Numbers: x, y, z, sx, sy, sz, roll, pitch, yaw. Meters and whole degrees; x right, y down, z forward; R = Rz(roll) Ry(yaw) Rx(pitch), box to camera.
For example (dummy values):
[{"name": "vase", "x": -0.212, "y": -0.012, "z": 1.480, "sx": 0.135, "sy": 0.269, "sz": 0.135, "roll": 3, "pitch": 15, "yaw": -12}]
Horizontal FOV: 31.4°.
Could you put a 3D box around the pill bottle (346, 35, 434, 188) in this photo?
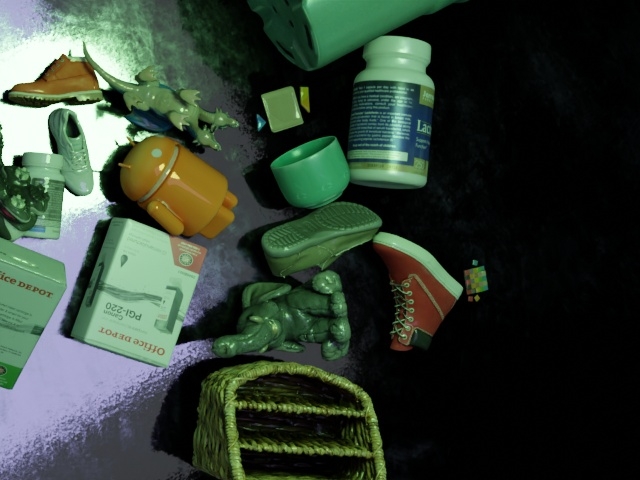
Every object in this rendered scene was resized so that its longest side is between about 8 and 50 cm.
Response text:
[{"name": "pill bottle", "x": 0.131, "y": -0.233, "z": 2.102, "sx": 0.153, "sy": 0.153, "sz": 0.265, "roll": 6, "pitch": 88, "yaw": -27}]

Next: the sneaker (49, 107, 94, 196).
[{"name": "sneaker", "x": -0.408, "y": -0.146, "z": 1.878, "sx": 0.053, "sy": 0.061, "sz": 0.152, "roll": -21, "pitch": 101, "yaw": -27}]

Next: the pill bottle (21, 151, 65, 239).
[{"name": "pill bottle", "x": -0.455, "y": -0.072, "z": 1.843, "sx": 0.078, "sy": 0.078, "sz": 0.137, "roll": 6, "pitch": 88, "yaw": -27}]

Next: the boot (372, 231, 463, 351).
[{"name": "boot", "x": 0.154, "y": 0.107, "z": 2.139, "sx": 0.244, "sy": 0.088, "sz": 0.176, "roll": 41, "pitch": 75, "yaw": -37}]

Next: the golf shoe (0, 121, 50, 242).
[{"name": "golf shoe", "x": -0.540, "y": -0.117, "z": 1.779, "sx": 0.105, "sy": 0.120, "sz": 0.273, "roll": -20, "pitch": 72, "yaw": -50}]

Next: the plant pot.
[{"name": "plant pot", "x": 0.053, "y": -0.484, "z": 1.982, "sx": 0.334, "sy": 0.341, "sz": 0.341, "roll": -35, "pitch": 106, "yaw": -14}]

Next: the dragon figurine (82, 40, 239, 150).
[{"name": "dragon figurine", "x": -0.279, "y": -0.233, "z": 1.928, "sx": 0.289, "sy": 0.144, "sz": 0.085, "roll": 21, "pitch": 82, "yaw": -6}]

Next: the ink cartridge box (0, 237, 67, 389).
[{"name": "ink cartridge box", "x": -0.505, "y": 0.108, "z": 1.768, "sx": 0.153, "sy": 0.087, "sz": 0.208, "roll": 25, "pitch": 108, "yaw": -25}]

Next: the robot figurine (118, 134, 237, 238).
[{"name": "robot figurine", "x": -0.245, "y": -0.091, "z": 1.923, "sx": 0.219, "sy": 0.128, "sz": 0.158, "roll": 35, "pitch": 75, "yaw": -23}]

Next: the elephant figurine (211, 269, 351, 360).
[{"name": "elephant figurine", "x": -0.075, "y": 0.138, "z": 2.004, "sx": 0.239, "sy": 0.186, "sz": 0.169, "roll": -10, "pitch": 62, "yaw": -4}]

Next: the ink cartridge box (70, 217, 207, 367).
[{"name": "ink cartridge box", "x": -0.305, "y": 0.089, "z": 1.915, "sx": 0.158, "sy": 0.092, "sz": 0.218, "roll": 22, "pitch": 82, "yaw": -25}]

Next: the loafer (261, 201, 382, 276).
[{"name": "loafer", "x": 0.000, "y": 0.000, "z": 2.085, "sx": 0.251, "sy": 0.094, "sz": 0.087, "roll": -16, "pitch": 132, "yaw": -28}]

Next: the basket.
[{"name": "basket", "x": -0.044, "y": 0.323, "z": 1.978, "sx": 0.299, "sy": 0.223, "sz": 0.214, "roll": 10, "pitch": 86, "yaw": -26}]

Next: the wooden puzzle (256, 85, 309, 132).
[{"name": "wooden puzzle", "x": -0.069, "y": -0.239, "z": 2.078, "sx": 0.116, "sy": 0.014, "sz": 0.079, "roll": -13, "pitch": 92, "yaw": -27}]

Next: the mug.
[{"name": "mug", "x": -0.002, "y": -0.122, "z": 2.048, "sx": 0.157, "sy": 0.129, "sz": 0.097, "roll": -31, "pitch": 107, "yaw": -24}]

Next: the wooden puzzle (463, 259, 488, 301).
[{"name": "wooden puzzle", "x": 0.311, "y": 0.080, "z": 2.279, "sx": 0.049, "sy": 0.006, "sz": 0.083, "roll": -12, "pitch": 96, "yaw": -27}]

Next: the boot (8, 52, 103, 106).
[{"name": "boot", "x": -0.439, "y": -0.263, "z": 1.866, "sx": 0.157, "sy": 0.059, "sz": 0.085, "roll": -9, "pitch": 92, "yaw": -35}]
